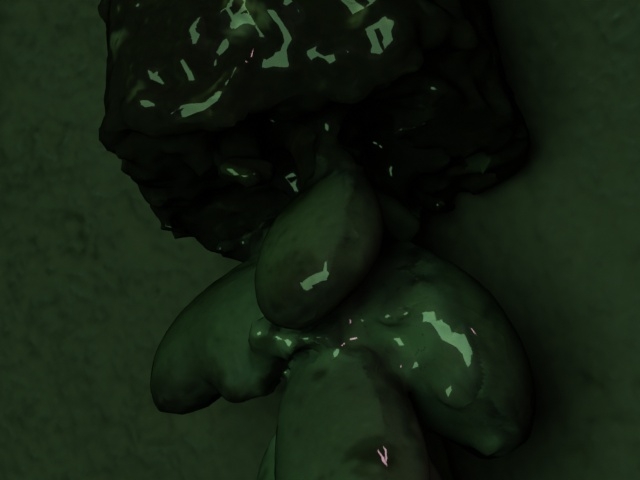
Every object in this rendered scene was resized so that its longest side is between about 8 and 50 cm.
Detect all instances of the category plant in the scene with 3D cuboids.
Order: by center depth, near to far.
[{"bbox_3d":[-0.001,-0.002,0.693,0.149,0.146,0.274,-11,79,22],"label":"plant"}]
